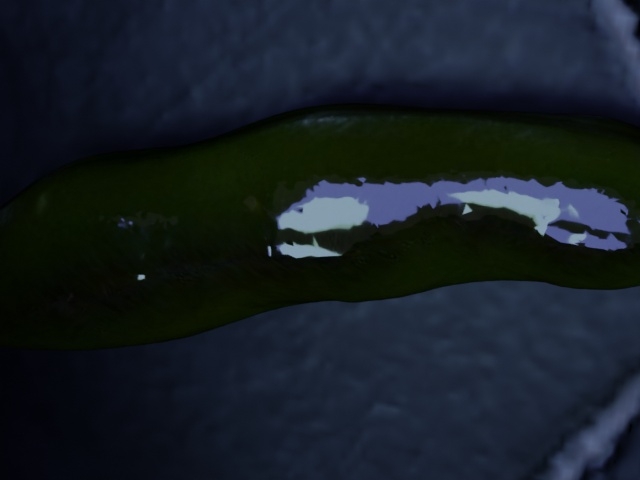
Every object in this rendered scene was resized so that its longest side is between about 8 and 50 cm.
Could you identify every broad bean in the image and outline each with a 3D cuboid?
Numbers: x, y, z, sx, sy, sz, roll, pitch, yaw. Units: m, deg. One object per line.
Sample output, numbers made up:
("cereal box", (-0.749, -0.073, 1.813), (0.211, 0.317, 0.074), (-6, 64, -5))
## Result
("broad bean", (0.000, -0.004, 0.361), (0.254, 0.046, 0.065), (-4, 115, 15))
